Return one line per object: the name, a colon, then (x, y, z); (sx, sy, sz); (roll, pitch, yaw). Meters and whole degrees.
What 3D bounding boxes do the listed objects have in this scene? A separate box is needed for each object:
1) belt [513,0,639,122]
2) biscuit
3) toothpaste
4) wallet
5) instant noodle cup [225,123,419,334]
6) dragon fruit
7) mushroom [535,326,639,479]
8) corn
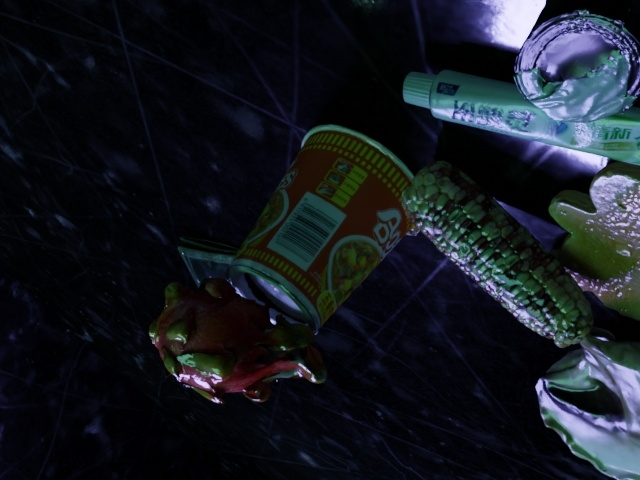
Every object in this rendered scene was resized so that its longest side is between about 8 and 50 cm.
belt: (0.221, -0.156, 0.772); (0.105, 0.058, 0.140); (32, 151, -2)
biscuit: (0.305, -0.001, 0.953); (0.153, 0.030, 0.234); (26, 152, 22)
toothpaste: (0.214, -0.115, 0.868); (0.297, 0.048, 0.074); (17, 145, 28)
wallet: (-0.150, 0.094, 1.664); (0.160, 0.055, 0.236); (9, 142, 34)
instant noodle cup: (0.000, 0.000, 1.130); (0.193, 0.212, 0.193); (29, 154, 16)
dragon fruit: (-0.090, 0.121, 1.066); (0.208, 0.133, 0.150); (17, 179, 5)
mushroom: (0.387, 0.165, 1.030); (0.247, 0.130, 0.344); (45, 154, 7)
corn: (0.195, 0.014, 1.018); (0.253, 0.086, 0.086); (43, 156, 12)
